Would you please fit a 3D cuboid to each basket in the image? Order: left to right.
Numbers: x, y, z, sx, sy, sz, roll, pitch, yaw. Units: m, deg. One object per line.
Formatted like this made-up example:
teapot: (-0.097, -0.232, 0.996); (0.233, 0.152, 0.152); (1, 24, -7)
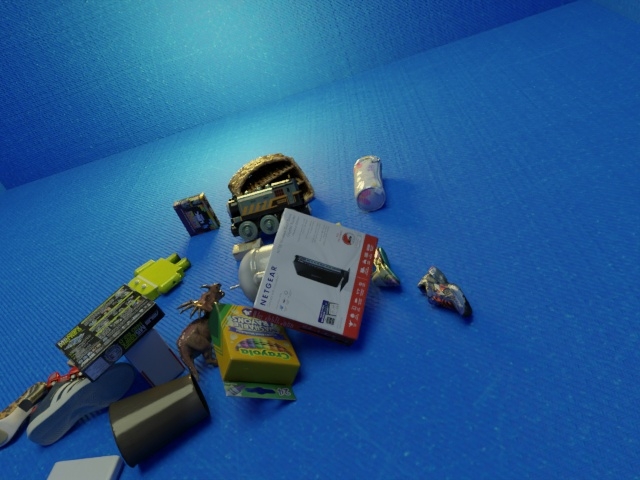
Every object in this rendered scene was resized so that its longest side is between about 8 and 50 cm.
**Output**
basket: (-0.432, 0.471, 1.455); (0.227, 0.154, 0.204); (-26, 35, -12)
basket: (-0.213, -0.229, 2.259); (0.299, 0.213, 0.223); (-32, 34, -14)

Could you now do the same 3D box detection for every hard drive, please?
hard drive: (-0.647, 0.704, 1.338); (0.211, 0.040, 0.318); (-12, 35, 15)

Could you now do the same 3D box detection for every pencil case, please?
pencil case: (0.196, -0.230, 2.114); (0.124, 0.113, 0.273); (-33, 28, 25)

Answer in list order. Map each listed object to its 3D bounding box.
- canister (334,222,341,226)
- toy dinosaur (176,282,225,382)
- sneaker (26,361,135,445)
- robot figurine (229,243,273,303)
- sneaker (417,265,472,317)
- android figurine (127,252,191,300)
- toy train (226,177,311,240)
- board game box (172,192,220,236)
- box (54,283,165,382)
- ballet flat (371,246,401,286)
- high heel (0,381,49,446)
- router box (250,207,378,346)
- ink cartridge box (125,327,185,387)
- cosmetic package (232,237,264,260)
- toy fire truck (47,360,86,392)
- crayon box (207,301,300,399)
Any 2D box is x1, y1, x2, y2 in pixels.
canister: (0.000, 0.000, 1.907); (0.170, 0.073, 0.126); (-22, -3, -3)
toy dinosaur: (-0.379, 0.286, 1.634); (0.127, 0.200, 0.295); (-8, 36, 20)
sneaker: (-0.740, 0.464, 1.642); (0.350, 0.131, 0.148); (-33, 37, -9)
robot figurine: (-0.115, 0.103, 1.742); (0.354, 0.199, 0.300); (-13, -3, 12)
sneaker: (0.352, 0.161, 1.516); (0.087, 0.083, 0.221); (-38, 29, 0)
android figurine: (-0.654, 0.151, 2.122); (0.273, 0.056, 0.248); (-39, 37, -27)
toy train: (-0.207, -0.121, 2.099); (0.334, 0.190, 0.142); (-15, 5, 8)
board game box: (-0.536, -0.110, 2.317); (0.141, 0.170, 0.048); (-18, 35, 9)
box: (-0.622, 0.264, 1.577); (0.216, 0.060, 0.270); (16, 53, 45)
ballet flat: (0.194, 0.097, 1.701); (0.079, 0.077, 0.221); (-38, 27, 10)
high heel: (-0.991, 0.572, 1.727); (0.261, 0.093, 0.186); (-42, 8, -2)
router box: (-0.011, 0.105, 1.557); (0.302, 0.082, 0.335); (17, 61, -5)
ink cartridge box: (-0.575, 0.326, 1.692); (0.114, 0.196, 0.273); (-40, 37, -22)
cosmetic package: (-0.280, 0.035, 2.080); (0.115, 0.041, 0.060); (-16, 34, 9)
toy fire truck: (-0.821, 0.430, 1.805); (0.192, 0.047, 0.135); (-19, 37, -12)
crayon box: (-0.188, 0.304, 1.508); (0.203, 0.083, 0.323); (12, 23, -26)
